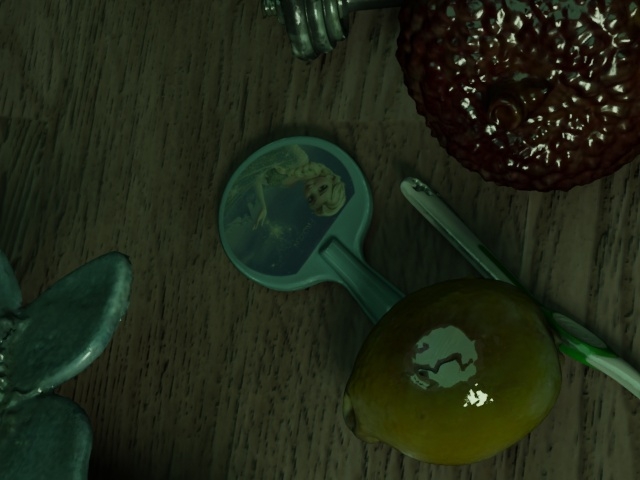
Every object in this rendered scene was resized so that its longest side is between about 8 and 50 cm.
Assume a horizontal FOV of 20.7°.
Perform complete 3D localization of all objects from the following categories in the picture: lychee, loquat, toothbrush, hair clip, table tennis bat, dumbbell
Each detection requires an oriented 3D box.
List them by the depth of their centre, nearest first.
[{"bbox_3d":[0.108,0.112,1.457,0.195,0.152,0.152,-19,65,3],"label":"loquat"},{"bbox_3d":[0.194,-0.173,1.482,0.260,0.260,0.261,-6,69,17],"label":"lychee"},{"bbox_3d":[-0.353,0.118,1.485,0.392,0.238,0.318,-17,47,52],"label":"hair clip"},{"bbox_3d":[0.209,0.075,1.490,0.418,0.042,0.040,47,121,26],"label":"toothbrush"},{"bbox_3d":[0.000,0.000,1.595,0.149,0.038,0.237,-43,60,-1],"label":"table tennis bat"},{"bbox_3d":[0.069,-0.229,1.622,0.254,0.110,0.110,-4,69,12],"label":"dumbbell"}]
